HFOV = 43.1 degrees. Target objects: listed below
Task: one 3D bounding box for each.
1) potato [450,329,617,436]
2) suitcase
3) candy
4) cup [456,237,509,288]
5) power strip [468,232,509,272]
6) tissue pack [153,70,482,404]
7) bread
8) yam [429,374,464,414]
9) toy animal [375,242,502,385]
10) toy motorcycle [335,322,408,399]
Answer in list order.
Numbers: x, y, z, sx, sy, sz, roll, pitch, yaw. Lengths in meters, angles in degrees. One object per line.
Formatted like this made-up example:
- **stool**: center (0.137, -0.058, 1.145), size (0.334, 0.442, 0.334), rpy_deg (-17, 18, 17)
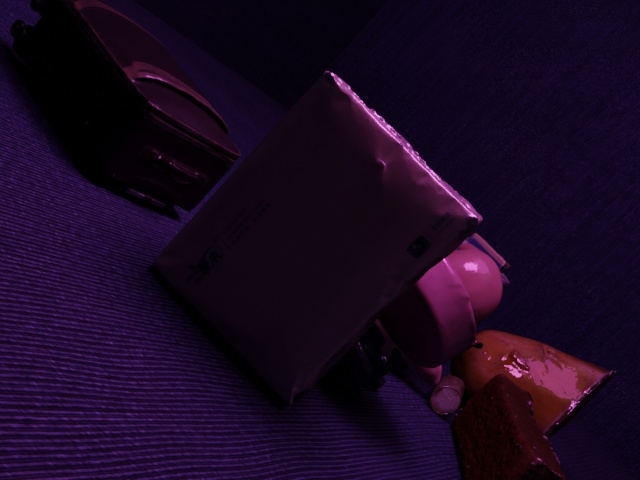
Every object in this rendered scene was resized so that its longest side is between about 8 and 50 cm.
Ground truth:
- **potato**: center (0.492, 0.322, 1.939), size (0.296, 0.290, 0.397), rpy_deg (45, 39, 21)
- **suitcase**: center (-0.331, -0.247, 1.405), size (0.434, 0.194, 0.283), rpy_deg (52, 14, 32)
- **candy**: center (0.159, 0.096, 1.336), size (0.255, 0.094, 0.255), rpy_deg (55, -17, 27)
- **cup**: center (0.317, 0.131, 2.112), size (0.259, 0.274, 0.356), rpy_deg (41, 12, -13)
- **power strip**: center (0.439, 0.031, 2.117), size (0.123, 0.032, 0.056), rpy_deg (48, 10, 25)
- **tissue pack**: center (0.000, 0.000, 1.162), size (0.297, 0.380, 0.207), rpy_deg (44, 10, 9)
- **bread**: center (0.341, 0.392, 1.495), size (0.113, 0.165, 0.416), rpy_deg (38, 12, -3)
- **yam**: center (0.270, 0.327, 1.736), size (0.070, 0.070, 0.146), rpy_deg (45, 12, 6)
- **toy animal**: center (0.229, 0.133, 1.724), size (0.269, 0.326, 0.237), rpy_deg (-92, 169, -52)
- **toy motorcycle**: center (0.063, 0.162, 1.402), size (0.198, 0.109, 0.296), rpy_deg (63, 2, 12)
